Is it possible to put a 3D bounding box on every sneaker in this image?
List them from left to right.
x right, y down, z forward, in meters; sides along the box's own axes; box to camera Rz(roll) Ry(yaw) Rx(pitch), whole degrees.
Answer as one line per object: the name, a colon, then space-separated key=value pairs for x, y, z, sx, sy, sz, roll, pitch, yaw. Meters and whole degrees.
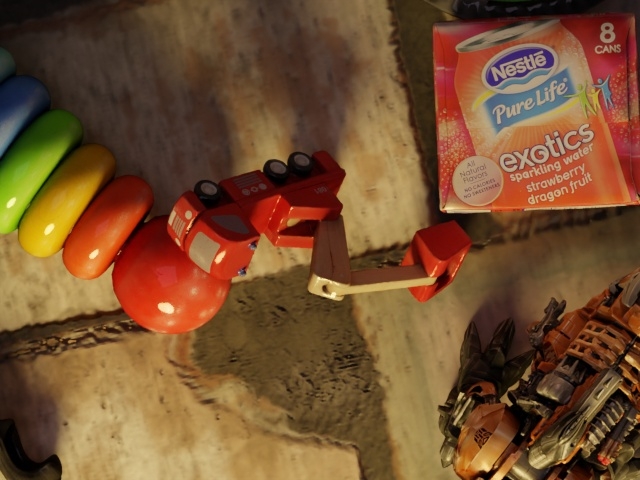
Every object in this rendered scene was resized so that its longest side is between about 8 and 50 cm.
sneaker: x=-0.269 y=0.158 z=1.339 sx=0.170 sy=0.063 sz=0.074 roll=32 pitch=95 yaw=0

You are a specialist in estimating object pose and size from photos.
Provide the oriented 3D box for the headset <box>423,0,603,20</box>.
headset: x=0.168 y=-0.352 z=1.261 sx=0.243 sy=0.185 sz=0.394 roll=21 pitch=109 yaw=9

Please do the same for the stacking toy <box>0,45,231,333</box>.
stacking toy: x=-0.208 y=-0.047 z=1.305 sx=0.330 sy=0.141 sz=0.141 roll=36 pitch=95 yaw=-3

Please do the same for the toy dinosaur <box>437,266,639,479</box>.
toy dinosaur: x=0.143 y=0.136 z=1.212 sx=0.322 sy=0.218 sz=0.164 roll=-32 pitch=89 yaw=6

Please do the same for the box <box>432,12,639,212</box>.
box: x=0.145 y=-0.086 z=1.187 sx=0.128 sy=0.257 sz=0.122 roll=-2 pitch=93 yaw=7

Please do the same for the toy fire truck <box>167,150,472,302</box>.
toy fire truck: x=0.000 y=0.000 z=1.269 sx=0.135 sy=0.192 sz=0.047 roll=49 pitch=138 yaw=26
